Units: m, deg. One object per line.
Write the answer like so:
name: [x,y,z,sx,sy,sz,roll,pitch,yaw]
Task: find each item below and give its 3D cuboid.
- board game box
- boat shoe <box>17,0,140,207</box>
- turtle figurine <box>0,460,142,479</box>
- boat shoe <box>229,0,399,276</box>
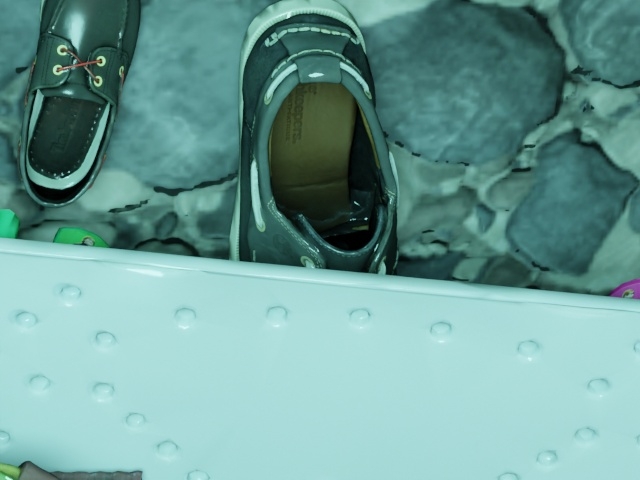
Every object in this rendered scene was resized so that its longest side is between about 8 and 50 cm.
board game box: [0.000,0.166,0.983,0.389,0.050,0.390,6,124,-2]
boat shoe: [-0.113,-0.078,0.891,0.049,0.042,0.133,10,114,-16]
turtle figurine: [-0.197,0.160,0.812,0.266,0.198,0.275,40,70,-2]
boat shoe: [0.000,0.000,0.941,0.084,0.079,0.233,-11,122,-10]
